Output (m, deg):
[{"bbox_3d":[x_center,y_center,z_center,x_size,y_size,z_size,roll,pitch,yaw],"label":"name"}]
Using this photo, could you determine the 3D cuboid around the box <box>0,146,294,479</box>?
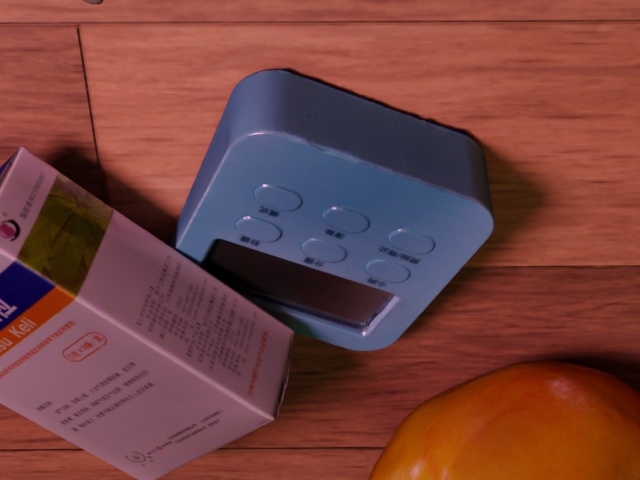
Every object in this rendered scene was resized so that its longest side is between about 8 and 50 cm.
[{"bbox_3d":[-0.200,0.080,0.949,0.299,0.106,0.200,35,134,-25],"label":"box"}]

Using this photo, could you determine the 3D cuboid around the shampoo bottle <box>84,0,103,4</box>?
[{"bbox_3d":[-0.248,-0.247,0.730,0.234,0.087,0.118,15,126,-12],"label":"shampoo bottle"}]

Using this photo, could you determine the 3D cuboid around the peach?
[{"bbox_3d":[0.212,0.253,1.028,0.308,0.289,0.289,-21,138,-35],"label":"peach"}]

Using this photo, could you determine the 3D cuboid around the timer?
[{"bbox_3d":[0.000,0.000,0.931,0.232,0.091,0.250,17,130,-14],"label":"timer"}]
